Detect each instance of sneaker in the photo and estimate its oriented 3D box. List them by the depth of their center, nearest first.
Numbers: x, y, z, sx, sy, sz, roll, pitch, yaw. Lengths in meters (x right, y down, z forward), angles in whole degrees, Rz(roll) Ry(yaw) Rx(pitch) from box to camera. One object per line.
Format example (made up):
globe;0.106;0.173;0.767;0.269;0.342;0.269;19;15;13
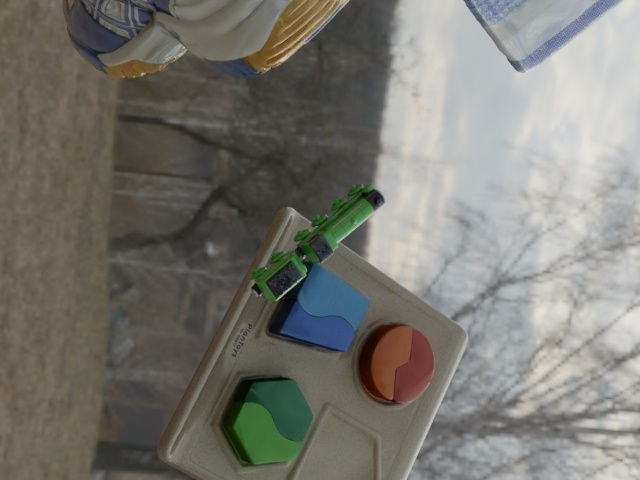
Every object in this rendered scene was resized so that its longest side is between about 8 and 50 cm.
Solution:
sneaker;-0.095;-0.175;0.677;0.112;0.131;0.296;-50;-153;-18

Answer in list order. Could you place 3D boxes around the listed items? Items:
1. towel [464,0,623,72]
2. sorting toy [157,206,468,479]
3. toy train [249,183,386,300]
towel;0.168;-0.250;0.800;0.285;0.209;0.034;39;15;-52
sorting toy;-0.012;0.158;0.887;0.041;0.229;0.307;3;-118;55
toy train;0.000;0.000;0.561;0.017;0.083;0.023;56;-21;-17
